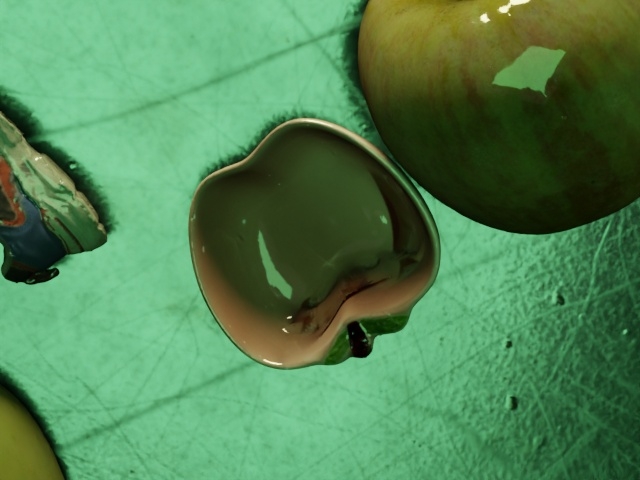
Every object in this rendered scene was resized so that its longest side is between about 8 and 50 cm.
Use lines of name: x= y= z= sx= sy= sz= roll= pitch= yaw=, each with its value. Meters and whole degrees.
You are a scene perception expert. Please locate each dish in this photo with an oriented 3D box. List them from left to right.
dish: x=0.000 y=0.000 z=1.351 sx=0.213 sy=0.090 sz=0.213 roll=3 pitch=104 yaw=13

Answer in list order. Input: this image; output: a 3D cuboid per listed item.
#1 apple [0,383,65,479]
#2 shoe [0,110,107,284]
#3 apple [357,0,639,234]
apple: x=-0.393 y=0.293 z=1.378 sx=0.320 sy=0.312 sz=0.360 roll=-6 pitch=97 yaw=43
shoe: x=-0.289 y=-0.046 z=1.337 sx=0.227 sy=0.099 sz=0.125 roll=44 pitch=90 yaw=-11
apple: x=0.166 y=-0.134 z=1.288 sx=0.257 sy=0.257 sz=0.234 roll=-39 pitch=129 yaw=2
